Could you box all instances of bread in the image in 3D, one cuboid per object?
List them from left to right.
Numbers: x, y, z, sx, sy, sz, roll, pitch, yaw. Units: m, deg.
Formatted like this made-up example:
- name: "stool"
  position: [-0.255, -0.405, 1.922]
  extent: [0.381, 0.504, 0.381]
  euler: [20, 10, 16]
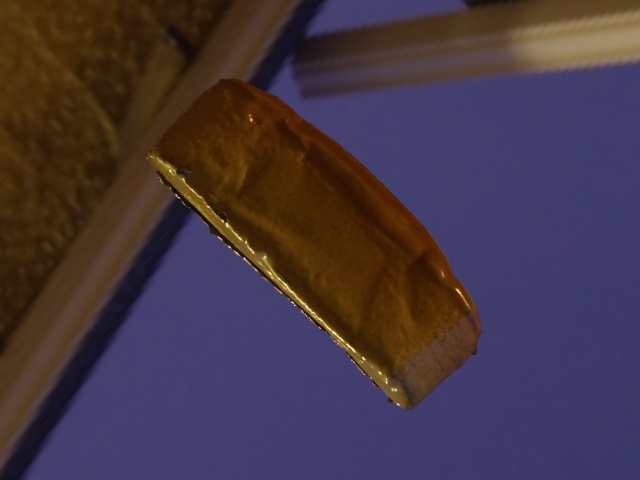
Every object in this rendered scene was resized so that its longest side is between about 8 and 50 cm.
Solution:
- name: "bread"
  position: [0.000, 0.000, 1.127]
  extent: [0.094, 0.245, 0.102]
  euler: [-45, 173, -14]
